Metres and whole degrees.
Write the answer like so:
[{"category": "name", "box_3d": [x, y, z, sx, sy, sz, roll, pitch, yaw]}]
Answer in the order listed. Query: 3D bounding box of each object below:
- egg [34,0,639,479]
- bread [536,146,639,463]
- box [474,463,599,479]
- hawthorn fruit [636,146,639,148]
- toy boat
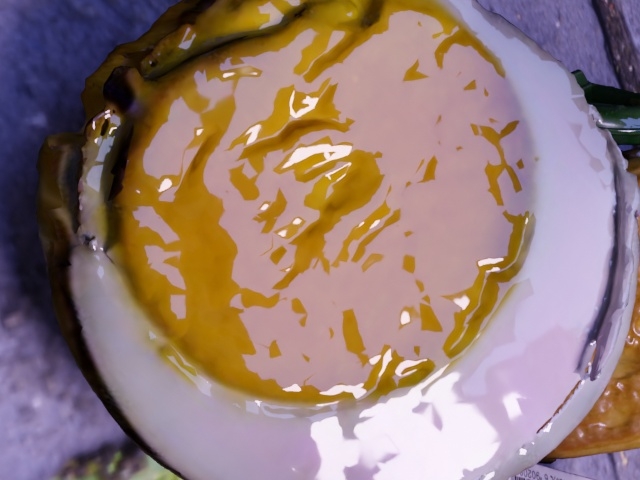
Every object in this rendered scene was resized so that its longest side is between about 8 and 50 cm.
[{"category": "egg", "box_3d": [0.002, 0.004, 0.482, 0.286, 0.174, 0.265, -11, 89, -18]}, {"category": "bread", "box_3d": [0.221, 0.037, 0.634, 0.099, 0.235, 0.211, -55, 126, -69]}, {"category": "box", "box_3d": [0.131, 0.220, 0.600, 0.199, 0.081, 0.135, 23, 66, -35]}, {"category": "hawthorn fruit", "box_3d": [0.286, -0.005, 0.746, 0.188, 0.169, 0.169, 10, 73, -36]}, {"category": "toy boat", "box_3d": [0.136, -0.106, 0.624, 0.104, 0.210, 0.052, -23, 133, -52]}]
